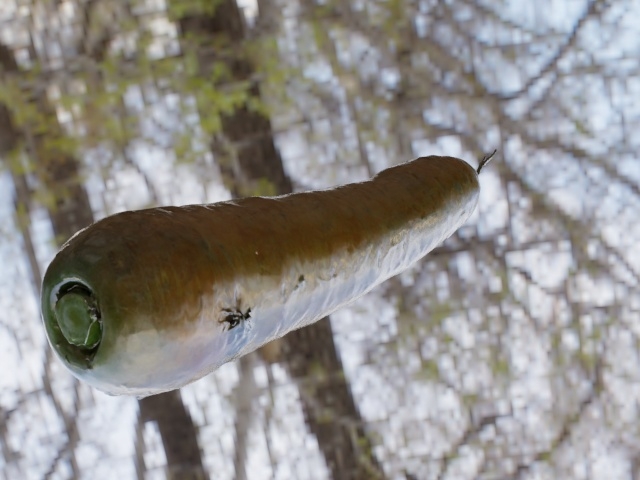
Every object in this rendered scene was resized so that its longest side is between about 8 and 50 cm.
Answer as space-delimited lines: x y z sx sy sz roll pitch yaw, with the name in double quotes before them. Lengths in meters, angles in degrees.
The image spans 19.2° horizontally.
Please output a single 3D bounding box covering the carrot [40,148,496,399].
"carrot" 0.000 0.000 0.846 0.078 0.078 0.298 18 -155 36
